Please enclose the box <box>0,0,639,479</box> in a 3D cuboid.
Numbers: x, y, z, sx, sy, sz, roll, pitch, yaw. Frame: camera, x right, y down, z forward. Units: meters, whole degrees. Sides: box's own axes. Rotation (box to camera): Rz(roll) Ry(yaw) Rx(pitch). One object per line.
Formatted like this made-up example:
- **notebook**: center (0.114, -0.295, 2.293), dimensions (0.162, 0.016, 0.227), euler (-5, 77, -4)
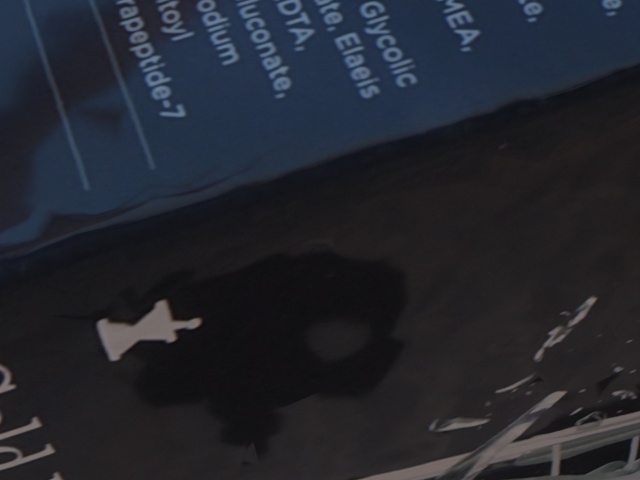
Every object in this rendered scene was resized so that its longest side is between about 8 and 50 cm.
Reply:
- **box**: center (0.000, 0.000, 0.602), dimensions (0.480, 0.472, 0.297), euler (83, -16, -55)
